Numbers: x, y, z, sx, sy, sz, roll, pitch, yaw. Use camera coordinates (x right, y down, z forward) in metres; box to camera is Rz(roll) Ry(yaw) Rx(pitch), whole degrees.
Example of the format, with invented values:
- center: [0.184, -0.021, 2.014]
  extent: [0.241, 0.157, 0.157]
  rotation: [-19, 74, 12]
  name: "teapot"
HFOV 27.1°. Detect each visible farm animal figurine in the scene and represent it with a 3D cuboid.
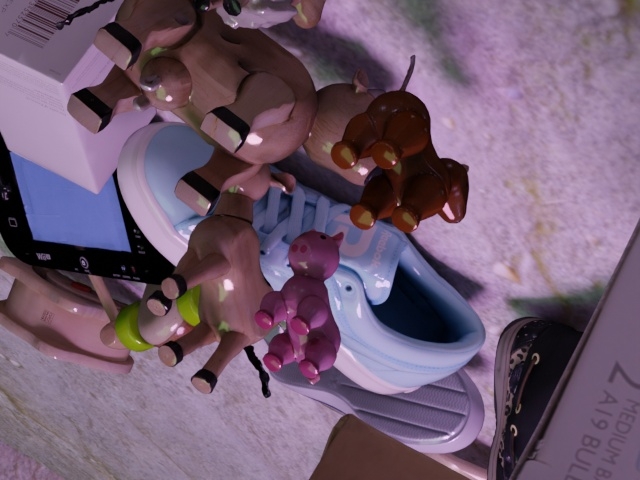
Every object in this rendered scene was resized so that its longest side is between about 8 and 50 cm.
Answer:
- center: [-0.043, -0.071, 0.983]
  extent: [0.327, 0.172, 0.330]
  rotation: [50, 133, -6]
  name: "farm animal figurine"

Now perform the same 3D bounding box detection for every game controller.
- center: [-0.246, -0.045, 1.353]
  extent: [0.319, 0.067, 0.167]
  rotation: [6, 105, 45]
  name: "game controller"

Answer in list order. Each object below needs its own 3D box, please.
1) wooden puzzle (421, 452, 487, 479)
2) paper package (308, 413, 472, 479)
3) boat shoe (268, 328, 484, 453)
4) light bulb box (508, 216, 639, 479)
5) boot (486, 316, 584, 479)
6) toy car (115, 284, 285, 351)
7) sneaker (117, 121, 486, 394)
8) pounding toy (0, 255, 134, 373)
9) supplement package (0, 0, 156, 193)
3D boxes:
- center: [0.215, 0.439, 1.553]
  extent: [0.347, 0.080, 0.322]
  rotation: [25, 117, 4]
  name: "wooden puzzle"
- center: [0.112, 0.264, 0.577]
  extent: [0.324, 0.168, 0.309]
  rotation: [25, 155, 19]
  name: "paper package"
- center: [0.070, 0.155, 1.415]
  extent: [0.094, 0.109, 0.302]
  rotation: [31, 171, -41]
  name: "boat shoe"
- center: [0.271, 0.106, 0.731]
  extent: [0.225, 0.358, 0.361]
  rotation: [20, 153, 22]
  name: "light bulb box"
- center: [0.216, 0.180, 1.104]
  extent: [0.085, 0.237, 0.178]
  rotation: [0, 176, -22]
  name: "boot"
- center: [-0.088, 0.072, 1.385]
  extent: [0.188, 0.149, 0.155]
  rotation: [30, 149, -27]
  name: "toy car"
- center: [0.000, 0.000, 1.161]
  extent: [0.366, 0.135, 0.150]
  rotation: [34, 146, -23]
  name: "sneaker"
- center: [-0.298, 0.073, 1.707]
  extent: [0.269, 0.155, 0.154]
  rotation: [26, -174, 34]
  name: "pounding toy"
- center: [-0.221, -0.141, 1.147]
  extent: [0.105, 0.105, 0.179]
  rotation: [25, 155, 13]
  name: "supplement package"
